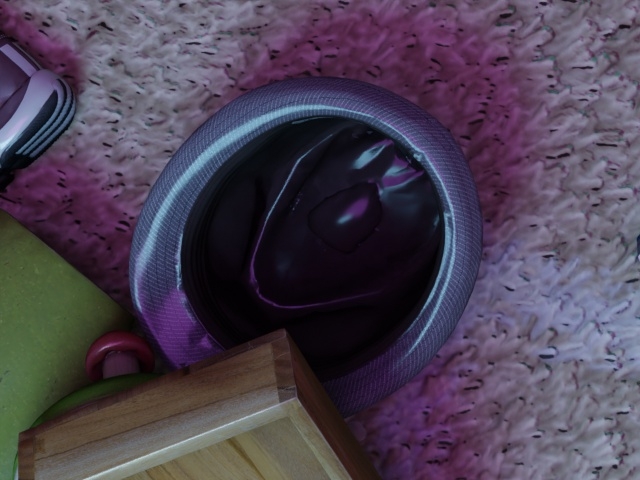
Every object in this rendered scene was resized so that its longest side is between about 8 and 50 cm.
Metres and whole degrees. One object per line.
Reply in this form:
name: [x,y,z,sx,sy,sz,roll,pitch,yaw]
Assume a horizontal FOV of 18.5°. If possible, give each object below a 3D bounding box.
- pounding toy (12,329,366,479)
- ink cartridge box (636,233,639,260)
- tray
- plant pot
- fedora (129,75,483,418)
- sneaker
pounding toy: [-0.110,0.144,1.447,0.237,0.110,0.183,12,129,-20]
ink cartridge box: [0.281,0.020,1.453,0.052,0.122,0.088,-44,89,10]
tray: [-0.032,0.247,1.429,0.203,0.076,0.411,-22,131,10]
plant pot: [-0.285,0.130,1.496,0.275,0.275,0.293,40,84,2]
fedora: [0.000,0.000,1.489,0.244,0.124,0.275,41,107,3]
sneaker: [-0.341,-0.072,1.554,0.281,0.106,0.162,-42,83,0]
